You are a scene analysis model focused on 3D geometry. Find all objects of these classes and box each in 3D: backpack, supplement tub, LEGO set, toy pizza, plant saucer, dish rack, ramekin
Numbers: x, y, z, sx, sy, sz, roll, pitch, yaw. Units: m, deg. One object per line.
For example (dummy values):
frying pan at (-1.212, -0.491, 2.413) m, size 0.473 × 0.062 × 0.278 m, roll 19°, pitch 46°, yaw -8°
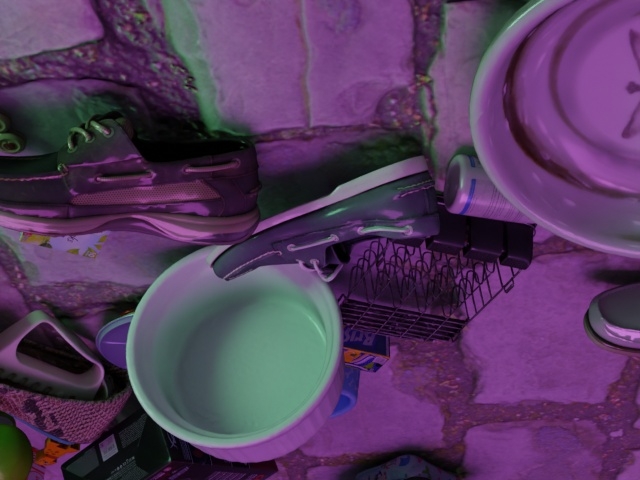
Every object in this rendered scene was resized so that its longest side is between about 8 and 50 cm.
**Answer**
backpack at (0.142, 0.510, 2.079) m, size 0.253 × 0.191 × 0.225 m, roll -35°, pitch 131°, yaw 30°
supplement tub at (0.204, -0.060, 1.355) m, size 0.107 × 0.071 × 0.071 m, roll 9°, pitch 145°, yaw -11°
LEGO set at (-0.416, 0.334, 1.913) m, size 0.227 × 0.087 × 0.093 m, roll 29°, pitch 136°, yaw -34°
toy pizza at (-0.223, 0.140, 1.675) m, size 0.201 × 0.032 × 0.201 m, roll -3°, pitch 149°, yaw -2°
plant saucer at (0.355, -0.143, 1.170) m, size 0.400 × 0.101 × 0.400 m, roll 9°, pitch 141°, yaw 8°
dish rack at (0.137, 0.047, 1.514) m, size 0.208 × 0.074 × 0.271 m, roll 12°, pitch 145°, yaw -16°
ramekin at (-0.097, 0.151, 1.493) m, size 0.277 × 0.277 × 0.135 m, roll -6°, pitch 152°, yaw 8°

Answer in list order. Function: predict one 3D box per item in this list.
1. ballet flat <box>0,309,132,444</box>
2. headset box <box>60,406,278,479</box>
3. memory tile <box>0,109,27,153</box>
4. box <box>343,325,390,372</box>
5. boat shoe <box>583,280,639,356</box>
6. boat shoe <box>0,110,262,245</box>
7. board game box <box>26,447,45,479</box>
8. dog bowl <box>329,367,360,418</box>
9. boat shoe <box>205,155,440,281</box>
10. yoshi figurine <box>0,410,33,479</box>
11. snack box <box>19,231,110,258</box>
ballet flat at (-0.460, 0.156, 1.625) m, size 0.182 × 0.164 × 0.482 m, roll -44°, pitch 136°, yaw 18°
headset box at (-0.228, 0.366, 1.858) m, size 0.218 × 0.110 × 0.293 m, roll -36°, pitch 149°, yaw 23°
memory tile at (-0.419, -0.125, 1.309) m, size 0.148 × 0.012 × 0.113 m, roll -8°, pitch 145°, yaw 12°
box at (0.014, 0.139, 1.652) m, size 0.168 × 0.059 × 0.054 m, roll 14°, pitch 144°, yaw -20°
boat shoe at (0.500, 0.081, 1.537) m, size 0.302 × 0.113 × 0.103 m, roll -5°, pitch 145°, yaw -12°
boat shoe at (-0.236, -0.081, 1.287) m, size 0.355 × 0.132 × 0.130 m, roll 4°, pitch 109°, yaw -21°
board game box at (-0.577, 0.458, 2.041) m, size 0.193 × 0.147 × 0.045 m, roll -18°, pitch 142°, yaw 24°
dog bowl at (-0.081, 0.223, 1.734) m, size 0.297 × 0.074 × 0.166 m, roll -7°, pitch 152°, yaw 0°
boat shoe at (0.000, 0.000, 1.380) m, size 0.319 × 0.099 × 0.116 m, roll -24°, pitch 179°, yaw 28°
yoshi figurine at (-0.563, 0.306, 1.738) m, size 0.203 × 0.203 × 0.362 m, roll -25°, pitch 162°, yaw 21°
snack box at (-0.301, -0.037, 1.415) m, size 0.100 × 0.037 × 0.141 m, roll 13°, pitch 143°, yaw -21°
